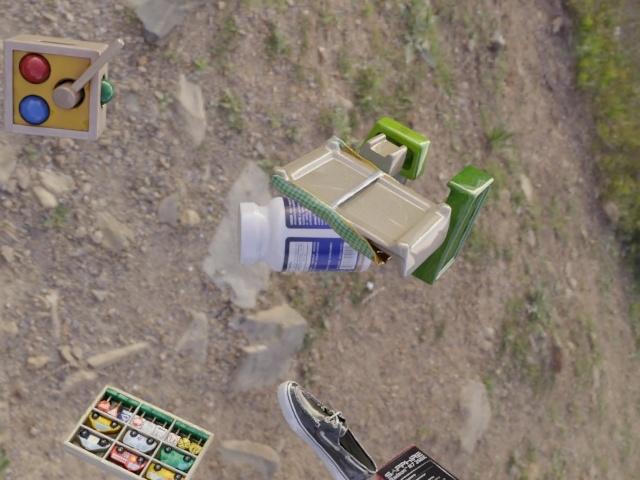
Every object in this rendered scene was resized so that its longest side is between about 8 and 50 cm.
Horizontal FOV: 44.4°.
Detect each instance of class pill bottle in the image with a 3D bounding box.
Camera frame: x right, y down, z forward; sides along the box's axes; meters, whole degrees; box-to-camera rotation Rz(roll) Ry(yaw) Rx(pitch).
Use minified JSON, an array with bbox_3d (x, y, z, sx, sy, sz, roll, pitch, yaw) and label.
[{"bbox_3d":[-0.034,-0.012,1.589,0.265,0.153,0.153,1,102,-10],"label":"pill bottle"}]

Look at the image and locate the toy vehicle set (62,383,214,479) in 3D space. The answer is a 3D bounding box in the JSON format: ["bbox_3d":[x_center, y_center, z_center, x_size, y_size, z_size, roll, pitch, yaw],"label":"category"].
[{"bbox_3d":[-0.384,0.429,1.667,0.035,0.267,0.166,108,8,-45],"label":"toy vehicle set"}]

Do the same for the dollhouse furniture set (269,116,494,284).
[{"bbox_3d":[0.068,-0.025,1.022,0.301,0.198,0.151,-35,152,-53],"label":"dollhouse furniture set"}]

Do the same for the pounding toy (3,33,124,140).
[{"bbox_3d":[-0.306,-0.192,0.950,0.141,0.100,0.130,5,110,-8],"label":"pounding toy"}]

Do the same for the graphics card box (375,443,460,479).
[{"bbox_3d":[0.236,0.491,1.138,0.094,0.371,0.232,-26,123,-27],"label":"graphics card box"}]

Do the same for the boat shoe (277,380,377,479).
[{"bbox_3d":[0.014,0.317,1.323,0.219,0.070,0.078,52,27,-9],"label":"boat shoe"}]
